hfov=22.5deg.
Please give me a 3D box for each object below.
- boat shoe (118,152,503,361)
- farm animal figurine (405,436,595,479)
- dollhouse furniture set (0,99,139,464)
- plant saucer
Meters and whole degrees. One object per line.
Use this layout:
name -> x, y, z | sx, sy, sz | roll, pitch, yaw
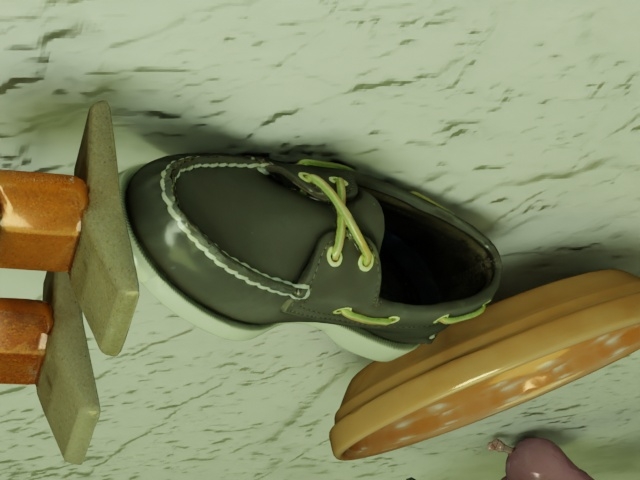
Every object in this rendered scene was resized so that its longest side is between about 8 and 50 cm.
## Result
boat shoe -> 0.000, 0.000, 0.691 | 0.069, 0.081, 0.228 | -26, 157, 27
farm animal figurine -> 0.248, 0.251, 1.026 | 0.330, 0.326, 0.172 | -17, 172, -30
dollhouse furniture set -> -0.224, 0.025, 0.622 | 0.262, 0.135, 0.259 | 3, 141, -18
plant saucer -> 0.094, 0.063, 0.848 | 0.200, 0.037, 0.200 | -21, 168, -5
